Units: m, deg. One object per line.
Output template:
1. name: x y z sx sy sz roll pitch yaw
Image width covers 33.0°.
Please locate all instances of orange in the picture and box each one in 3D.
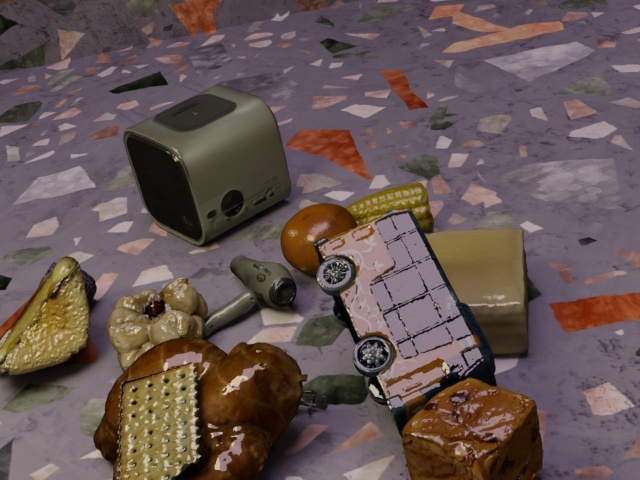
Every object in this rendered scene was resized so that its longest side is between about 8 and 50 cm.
1. orange: 0.000 0.000 2.093 0.156 0.124 0.156 -24 29 14

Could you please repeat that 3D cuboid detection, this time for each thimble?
1. thimble: -0.500 0.099 2.135 0.104 0.095 0.066 27 46 -4

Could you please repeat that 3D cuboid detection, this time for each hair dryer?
1. hair dryer: -0.158 0.098 2.054 0.224 0.088 0.219 -27 24 3

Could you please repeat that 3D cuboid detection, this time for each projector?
1. projector: -0.243 -0.165 2.326 0.249 0.249 0.248 -31 36 -30

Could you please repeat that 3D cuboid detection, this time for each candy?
1. candy: 0.123 -0.053 2.165 0.198 0.094 0.106 -11 19 6

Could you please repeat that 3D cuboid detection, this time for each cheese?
1. cheese: 0.223 0.089 1.865 0.265 0.124 0.242 -4 30 13

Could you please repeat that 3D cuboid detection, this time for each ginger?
1. ginger: -0.201 0.283 1.669 0.357 0.152 0.274 2 62 29

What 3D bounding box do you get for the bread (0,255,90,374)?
1. bread: -0.485 0.159 1.982 0.252 0.133 0.174 -59 17 -16

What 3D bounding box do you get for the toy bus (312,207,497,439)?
1. toy bus: 0.130 0.128 1.666 0.194 0.162 0.323 -25 58 -1

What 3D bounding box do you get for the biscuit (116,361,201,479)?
1. biscuit: -0.237 0.281 1.580 0.144 0.016 0.203 -19 54 15

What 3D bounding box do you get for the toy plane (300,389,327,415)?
1. toy plane: -0.048 0.260 1.748 0.120 0.049 0.031 10 34 3

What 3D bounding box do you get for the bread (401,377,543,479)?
1. bread: 0.213 0.294 1.497 0.143 0.158 0.149 21 42 36

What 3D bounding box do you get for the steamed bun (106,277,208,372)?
1. steamed bun: -0.302 0.151 1.934 0.177 0.106 0.192 -18 35 15
